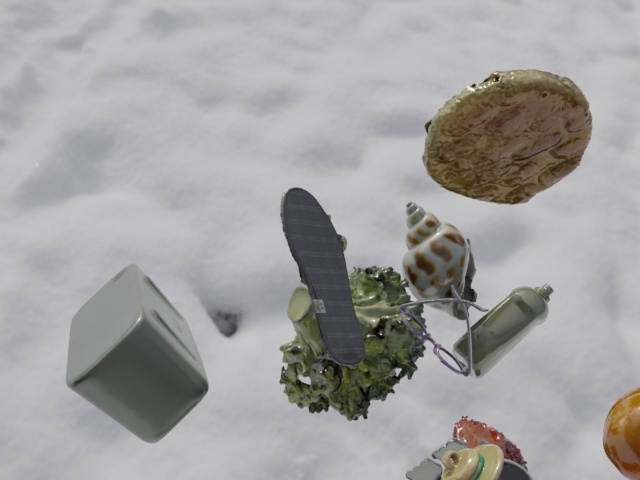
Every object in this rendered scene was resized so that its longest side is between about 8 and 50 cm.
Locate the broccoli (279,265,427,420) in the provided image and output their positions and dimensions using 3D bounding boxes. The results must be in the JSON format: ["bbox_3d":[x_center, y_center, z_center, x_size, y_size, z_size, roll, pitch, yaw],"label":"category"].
[{"bbox_3d":[0.053,0.210,1.507,0.271,0.324,0.334,7,27,-20],"label":"broccoli"}]

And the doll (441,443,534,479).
[{"bbox_3d":[0.320,0.438,1.192,0.271,0.144,0.208,3,69,-30],"label":"doll"}]

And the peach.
[{"bbox_3d":[0.441,0.252,0.947,0.138,0.138,0.138,9,51,-11],"label":"peach"}]

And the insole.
[{"bbox_3d":[0.004,0.051,1.145,0.110,0.012,0.310,4,59,-36],"label":"insole"}]

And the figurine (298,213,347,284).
[{"bbox_3d":[0.000,-0.001,1.344,0.098,0.154,0.082,-6,6,9],"label":"figurine"}]

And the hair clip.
[{"bbox_3d":[0.287,0.485,1.513,0.140,0.220,0.054,33,41,-4],"label":"hair clip"}]

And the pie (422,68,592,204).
[{"bbox_3d":[0.356,-0.193,1.388,0.339,0.339,0.083,7,52,-13],"label":"pie"}]

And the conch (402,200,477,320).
[{"bbox_3d":[0.256,0.045,1.597,0.148,0.275,0.183,1,22,21],"label":"conch"}]

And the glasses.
[{"bbox_3d":[0.192,0.114,1.049,0.140,0.104,0.062,44,17,15],"label":"glasses"}]

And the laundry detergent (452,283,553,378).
[{"bbox_3d":[0.403,0.186,1.568,0.253,0.181,0.091,-41,65,-6],"label":"laundry detergent"}]

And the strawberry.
[{"bbox_3d":[0.368,0.511,1.645,0.098,0.228,0.174,39,87,-28],"label":"strawberry"}]

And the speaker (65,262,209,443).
[{"bbox_3d":[-0.340,0.199,1.353,0.183,0.406,0.184,-43,110,-4],"label":"speaker"}]
